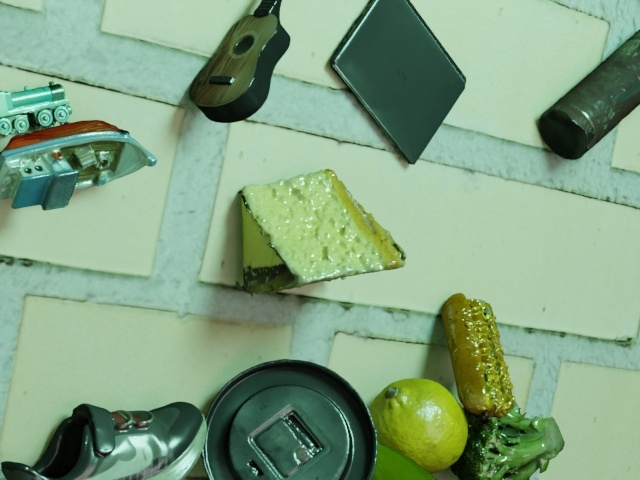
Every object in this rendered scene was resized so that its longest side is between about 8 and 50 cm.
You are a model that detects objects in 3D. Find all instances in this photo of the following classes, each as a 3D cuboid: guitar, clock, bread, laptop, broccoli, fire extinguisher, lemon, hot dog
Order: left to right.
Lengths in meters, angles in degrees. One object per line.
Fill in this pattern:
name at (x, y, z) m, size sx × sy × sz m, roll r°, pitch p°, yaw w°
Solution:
guitar at (-0.048, -0.238, 1.817) m, size 0.038 × 0.084 × 0.271 m, roll 45°, pitch 63°, yaw -43°
clock at (-0.033, 0.216, 1.867) m, size 0.184 × 0.184 × 0.040 m, roll -54°, pitch 171°, yaw -19°
bread at (0.000, 0.000, 1.860) m, size 0.147 × 0.152 × 0.127 m, roll -11°, pitch 105°, yaw -31°
laptop at (0.089, -0.186, 1.983) m, size 0.129 × 0.016 × 0.180 m, roll -56°, pitch 129°, yaw -18°
lemon at (0.109, 0.210, 2.027) m, size 0.109 × 0.109 × 0.133 m, roll -50°, pitch 131°, yaw -22°
hot dog at (0.180, 0.134, 2.060) m, size 0.071 × 0.045 × 0.165 m, roll 22°, pitch 42°, yaw -34°
broccoli at (0.209, 0.242, 2.106) m, size 0.162 × 0.138 × 0.146 m, roll 19°, pitch 60°, yaw -57°
fire extinguisher at (0.378, -0.203, 2.194) m, size 0.072 × 0.089 × 0.267 m, roll 45°, pitch 61°, yaw 9°

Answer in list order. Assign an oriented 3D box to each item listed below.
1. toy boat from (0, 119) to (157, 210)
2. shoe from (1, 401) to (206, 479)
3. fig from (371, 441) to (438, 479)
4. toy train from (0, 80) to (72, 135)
toy boat at (-0.231, -0.069, 1.674) m, size 0.173 × 0.059 × 0.069 m, roll -14°, pitch 145°, yaw -39°
shoe at (-0.213, 0.211, 1.749) m, size 0.227 × 0.099 × 0.112 m, roll -40°, pitch 116°, yaw -28°
fig at (0.062, 0.308, 1.955) m, size 0.203 × 0.203 × 0.225 m, roll -8°, pitch 85°, yaw -41°
toy train at (-0.272, -0.122, 1.662) m, size 0.092 × 0.029 × 0.045 m, roll -16°, pitch 101°, yaw -38°
